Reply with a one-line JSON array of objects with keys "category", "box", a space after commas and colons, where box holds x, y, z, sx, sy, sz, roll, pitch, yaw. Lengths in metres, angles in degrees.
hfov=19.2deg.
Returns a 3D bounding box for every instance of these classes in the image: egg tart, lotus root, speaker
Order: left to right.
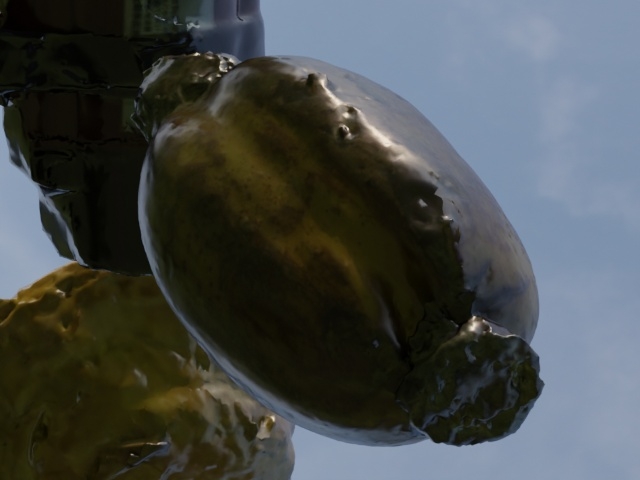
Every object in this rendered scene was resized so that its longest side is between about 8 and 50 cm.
[{"category": "speaker", "box": [-0.116, -0.147, 0.855, 0.198, 0.259, 0.330, 9, -81, 34]}, {"category": "egg tart", "box": [-0.142, 0.163, 1.314, 0.351, 0.339, 0.153, -55, -134, 14]}, {"category": "lotus root", "box": [0.000, 0.000, 0.698, 0.209, 0.120, 0.120, 46, -58, 32]}]
